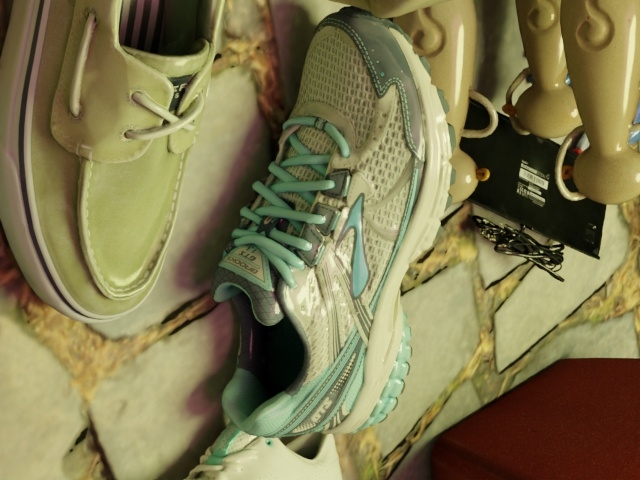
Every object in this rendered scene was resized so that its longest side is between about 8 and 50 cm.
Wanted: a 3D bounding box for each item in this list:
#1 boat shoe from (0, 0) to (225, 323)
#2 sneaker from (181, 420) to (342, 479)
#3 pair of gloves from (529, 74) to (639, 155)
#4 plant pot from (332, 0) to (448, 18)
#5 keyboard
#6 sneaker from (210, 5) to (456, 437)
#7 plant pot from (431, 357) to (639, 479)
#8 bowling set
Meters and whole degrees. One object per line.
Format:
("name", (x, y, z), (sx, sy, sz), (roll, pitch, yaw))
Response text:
("boat shoe", (-0.104, -0.092, 0.710), (0.109, 0.094, 0.302), (-14, 116, -41))
("sneaker", (-0.064, 0.161, 0.883), (0.212, 0.080, 0.094), (-2, 96, -52))
("pair of gloves", (0.230, -0.142, 1.076), (0.159, 0.023, 0.198), (-51, 136, -17))
("plant pot", (0.115, -0.272, 0.723), (0.305, 0.334, 0.334), (-25, 124, -22))
("keyboard", (0.144, -0.033, 1.031), (0.192, 0.038, 0.100), (22, 74, -40))
("sneaker", (0.000, 0.000, 0.845), (0.122, 0.110, 0.283), (-11, 114, -38))
("plant pot", (0.233, 0.239, 1.081), (0.267, 0.235, 0.267), (-25, 122, -36))
("bowling set", (0.206, -0.115, 0.927), (0.200, 0.287, 0.154), (-32, 121, -59))
